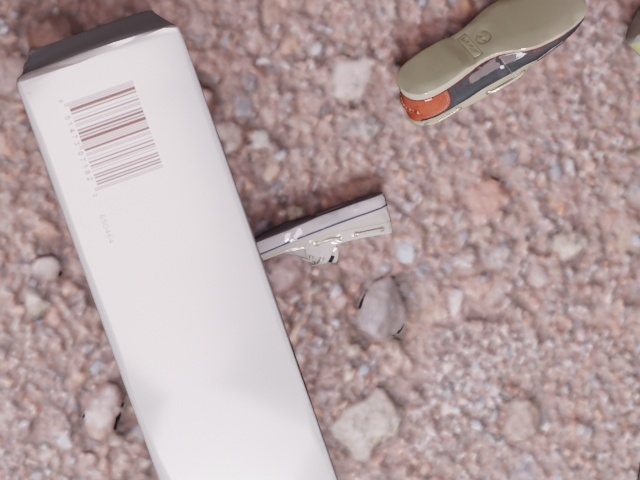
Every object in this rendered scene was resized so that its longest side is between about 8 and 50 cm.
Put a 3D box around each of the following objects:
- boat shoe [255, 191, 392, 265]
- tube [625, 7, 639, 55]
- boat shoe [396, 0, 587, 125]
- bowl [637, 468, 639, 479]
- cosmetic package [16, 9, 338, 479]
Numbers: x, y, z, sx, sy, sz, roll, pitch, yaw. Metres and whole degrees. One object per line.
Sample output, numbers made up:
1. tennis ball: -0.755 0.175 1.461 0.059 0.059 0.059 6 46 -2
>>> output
1. boat shoe: 0.000 0.000 1.243 0.100 0.035 0.035 -20 98 -11
2. tube: 0.308 -0.080 1.264 0.240 0.062 0.070 40 132 -16
3. boat shoe: 0.113 -0.120 1.237 0.137 0.049 0.043 -30 143 -5
4. bowl: 0.383 0.196 1.261 0.311 0.163 0.312 -1 99 -9
5. cosmetic package: -0.071 0.058 1.114 0.097 0.284 0.377 -20 101 -6
